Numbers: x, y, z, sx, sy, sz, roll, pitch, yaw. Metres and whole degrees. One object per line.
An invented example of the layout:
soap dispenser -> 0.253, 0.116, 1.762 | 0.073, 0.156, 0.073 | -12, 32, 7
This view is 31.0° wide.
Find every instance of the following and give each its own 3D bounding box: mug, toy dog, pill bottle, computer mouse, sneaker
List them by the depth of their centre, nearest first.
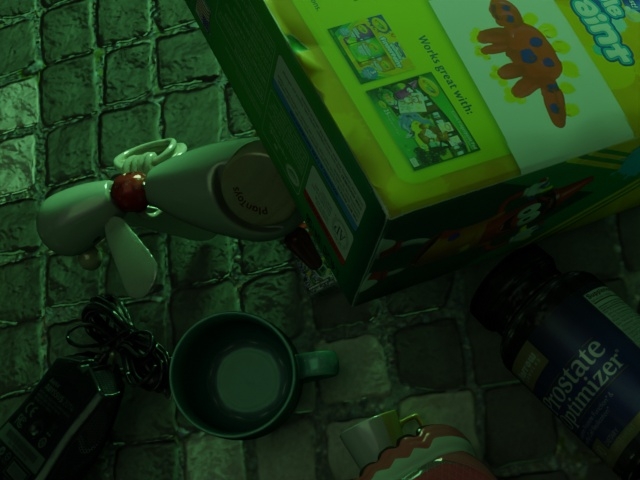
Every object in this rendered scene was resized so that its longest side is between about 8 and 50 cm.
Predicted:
sneaker -> 0.045, 0.280, 1.026 | 0.314, 0.116, 0.136 | -27, 44, -25
pill bottle -> 0.247, 0.107, 1.076 | 0.123, 0.123, 0.219 | -47, 64, 2
mug -> 0.066, 0.208, 1.152 | 0.078, 0.062, 0.064 | -29, 74, 18
mug -> -0.071, 0.148, 1.196 | 0.158, 0.097, 0.129 | 24, 82, 11
toy dog -> -0.125, -0.018, 1.232 | 0.333, 0.220, 0.161 | -7, 110, 40
computer mouse -> -0.271, 0.205, 1.272 | 0.272, 0.072, 0.188 | -50, 44, -5

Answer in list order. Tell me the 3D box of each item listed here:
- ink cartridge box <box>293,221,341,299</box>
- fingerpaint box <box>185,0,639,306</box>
ink cartridge box -> 0.000, 0.000, 1.256 | 0.063, 0.029, 0.115 | -26, 67, 13
fingerpaint box -> 0.105, -0.204, 1.115 | 0.371, 0.163, 0.445 | -19, 64, -22
